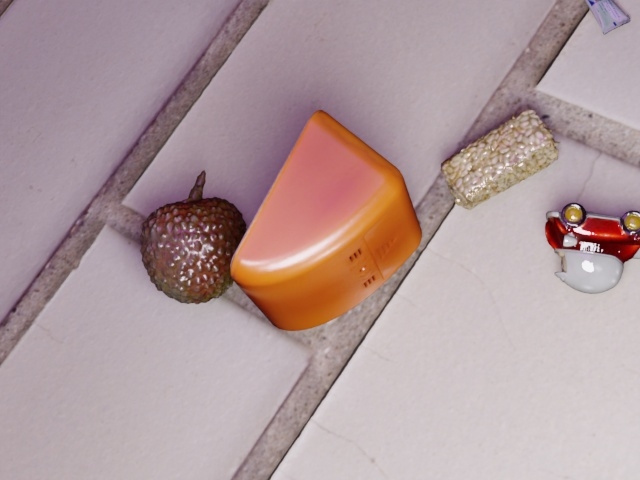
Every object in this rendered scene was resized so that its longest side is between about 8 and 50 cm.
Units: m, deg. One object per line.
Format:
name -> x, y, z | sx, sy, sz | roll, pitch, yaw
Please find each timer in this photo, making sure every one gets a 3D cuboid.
timer -> 0.000, 0.000, 1.450 | 0.161, 0.257, 0.250 | 39, 82, 23

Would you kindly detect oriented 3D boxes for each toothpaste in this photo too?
toothpaste -> 0.406, -0.380, 1.604 | 0.045, 0.028, 0.170 | -26, 62, 0

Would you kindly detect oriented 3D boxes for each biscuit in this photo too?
biscuit -> 0.255, -0.114, 1.512 | 0.168, 0.070, 0.082 | -32, 56, 7

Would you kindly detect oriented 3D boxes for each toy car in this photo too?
toy car -> 0.363, 0.015, 1.400 | 0.139, 0.112, 0.112 | 6, 83, 13

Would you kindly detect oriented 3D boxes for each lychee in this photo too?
lychee -> -0.187, -0.003, 1.569 | 0.165, 0.165, 0.197 | -6, 92, 18
